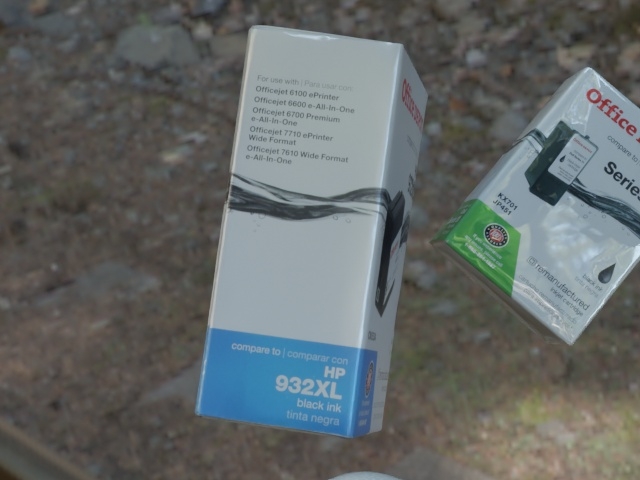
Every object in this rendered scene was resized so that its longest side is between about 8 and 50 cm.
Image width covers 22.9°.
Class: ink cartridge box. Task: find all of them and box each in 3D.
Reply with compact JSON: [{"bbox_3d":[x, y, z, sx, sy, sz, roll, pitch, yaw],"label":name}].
[{"bbox_3d":[0.225,-0.030,1.430,0.208,0.153,0.087,-51,2,-5],"label":"ink cartridge box"},{"bbox_3d":[0.000,0.000,1.300,0.129,0.307,0.223,7,-4,10],"label":"ink cartridge box"}]

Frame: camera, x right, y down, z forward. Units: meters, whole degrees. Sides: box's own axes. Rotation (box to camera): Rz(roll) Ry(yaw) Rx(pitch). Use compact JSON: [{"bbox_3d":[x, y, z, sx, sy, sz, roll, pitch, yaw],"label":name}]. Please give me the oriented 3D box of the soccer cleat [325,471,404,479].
[{"bbox_3d":[0.114,0.264,1.081,0.143,0.331,0.116,0,59,44],"label":"soccer cleat"}]
